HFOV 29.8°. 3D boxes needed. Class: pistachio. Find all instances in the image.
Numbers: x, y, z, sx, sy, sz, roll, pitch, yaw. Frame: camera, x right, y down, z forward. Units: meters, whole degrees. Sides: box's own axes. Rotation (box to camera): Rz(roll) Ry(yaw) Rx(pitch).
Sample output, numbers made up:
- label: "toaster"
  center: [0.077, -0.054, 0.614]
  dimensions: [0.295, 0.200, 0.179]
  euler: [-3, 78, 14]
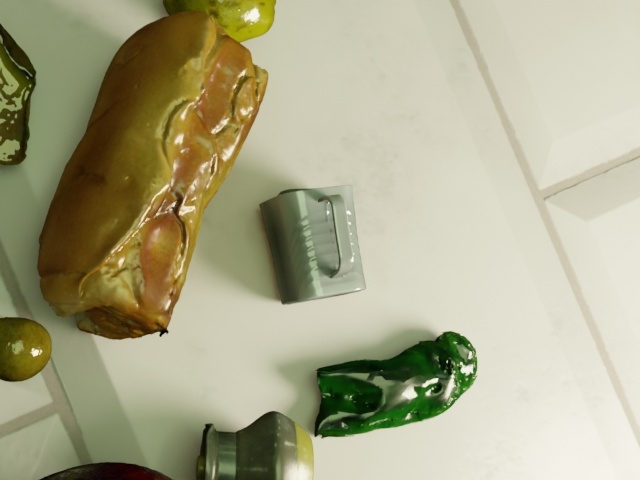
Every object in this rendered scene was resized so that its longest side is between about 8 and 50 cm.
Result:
- label: "pistachio"
  center: [-0.346, -0.162, 1.276]
  dimensions: [0.089, 0.049, 0.173]
  euler: [-14, 92, -20]

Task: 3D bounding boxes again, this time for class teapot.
- label: "teapot"
  center: [-0.074, 0.262, 1.282]
  dimensions: [0.119, 0.130, 0.165]
  euler: [5, 109, -8]

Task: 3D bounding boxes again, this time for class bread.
- label: "bread"
  center: [-0.185, -0.068, 1.252]
  dimensions: [0.149, 0.195, 0.344]
  euler: [29, 67, -22]

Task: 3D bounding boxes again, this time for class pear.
- label: "pear"
  center: [-0.114, -0.278, 1.371]
  dimensions: [0.131, 0.107, 0.107]
  euler: [19, 73, -23]

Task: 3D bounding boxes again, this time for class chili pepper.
- label: "chili pepper"
  center: [0.086, 0.171, 1.394]
  dimensions: [0.224, 0.061, 0.098]
  euler: [-16, 93, -27]

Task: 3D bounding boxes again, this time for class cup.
- label: "cup"
  center: [0.000, 0.000, 1.354]
  dimensions: [0.095, 0.128, 0.129]
  euler: [-9, 86, -27]

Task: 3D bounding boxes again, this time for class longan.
- label: "longan"
  center: [-0.314, 0.106, 1.231]
  dimensions: [0.075, 0.075, 0.083]
  euler: [4, 37, -23]

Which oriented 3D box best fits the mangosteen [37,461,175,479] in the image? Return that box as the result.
- label: "mangosteen"
  center: [-0.190, 0.341, 1.104]
  dimensions: [0.300, 0.300, 0.300]
  euler: [5, 78, -23]
